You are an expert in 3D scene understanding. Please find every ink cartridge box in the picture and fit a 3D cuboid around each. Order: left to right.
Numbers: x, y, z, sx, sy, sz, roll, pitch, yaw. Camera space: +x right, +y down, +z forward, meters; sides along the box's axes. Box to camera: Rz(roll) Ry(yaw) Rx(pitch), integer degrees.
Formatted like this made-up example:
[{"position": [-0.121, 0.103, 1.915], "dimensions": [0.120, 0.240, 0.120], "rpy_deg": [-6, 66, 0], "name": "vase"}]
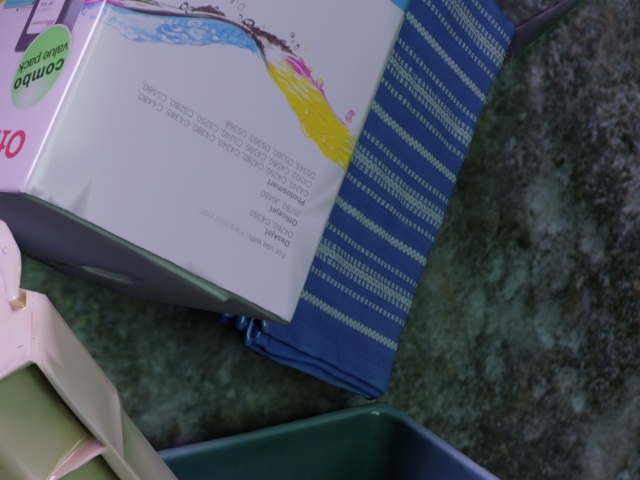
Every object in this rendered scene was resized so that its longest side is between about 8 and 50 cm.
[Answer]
[{"position": [-0.098, -0.113, 0.805], "dimensions": [0.197, 0.198, 0.270], "rpy_deg": [30, 75, -38], "name": "ink cartridge box"}]

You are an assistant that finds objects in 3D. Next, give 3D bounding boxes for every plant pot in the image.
[{"position": [0.011, 0.295, 0.913], "dimensions": [0.248, 0.247, 0.252], "rpy_deg": [-7, 116, -39], "name": "plant pot"}]

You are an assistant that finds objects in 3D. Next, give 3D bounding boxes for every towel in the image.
[{"position": [0.051, -0.057, 0.956], "dimensions": [0.243, 0.040, 0.336], "rpy_deg": [34, 75, -58], "name": "towel"}]

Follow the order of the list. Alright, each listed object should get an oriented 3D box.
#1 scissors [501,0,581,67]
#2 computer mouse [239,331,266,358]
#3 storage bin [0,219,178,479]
[{"position": [0.142, -0.145, 1.116], "dimensions": [0.297, 0.021, 0.109], "rpy_deg": [-18, 97, -40], "name": "scissors"}, {"position": [0.000, 0.000, 0.996], "dimensions": [0.193, 0.042, 0.106], "rpy_deg": [-48, 120, -26], "name": "computer mouse"}, {"position": [-0.196, 0.156, 0.680], "dimensions": [0.260, 0.123, 0.262], "rpy_deg": [-23, 126, 8], "name": "storage bin"}]
